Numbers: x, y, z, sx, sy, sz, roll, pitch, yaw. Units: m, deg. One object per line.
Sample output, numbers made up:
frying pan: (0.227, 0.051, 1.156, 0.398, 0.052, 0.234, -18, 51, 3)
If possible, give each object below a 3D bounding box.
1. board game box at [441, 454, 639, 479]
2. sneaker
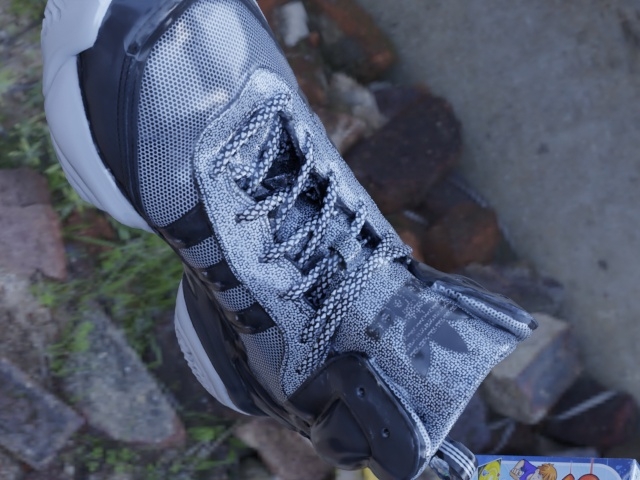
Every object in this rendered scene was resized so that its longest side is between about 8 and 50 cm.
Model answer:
board game box: (0.120, 0.230, 0.815, 0.035, 0.136, 0.201, 53, 45, -38)
sneaker: (0.000, 0.000, 0.497, 0.101, 0.153, 0.268, -47, 144, -23)
